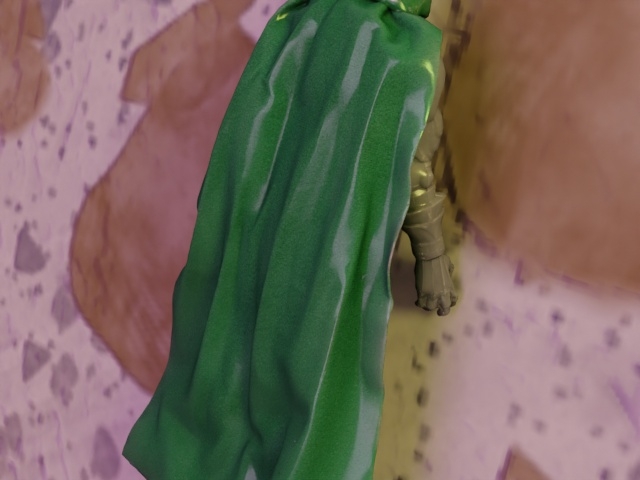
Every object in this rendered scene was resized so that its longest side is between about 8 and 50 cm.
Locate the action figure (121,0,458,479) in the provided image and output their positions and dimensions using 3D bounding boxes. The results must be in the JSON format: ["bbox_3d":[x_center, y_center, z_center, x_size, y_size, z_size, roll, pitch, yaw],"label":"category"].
[{"bbox_3d":[0.000,0.000,0.467,0.137,0.063,0.232,28,110,42],"label":"action figure"}]
